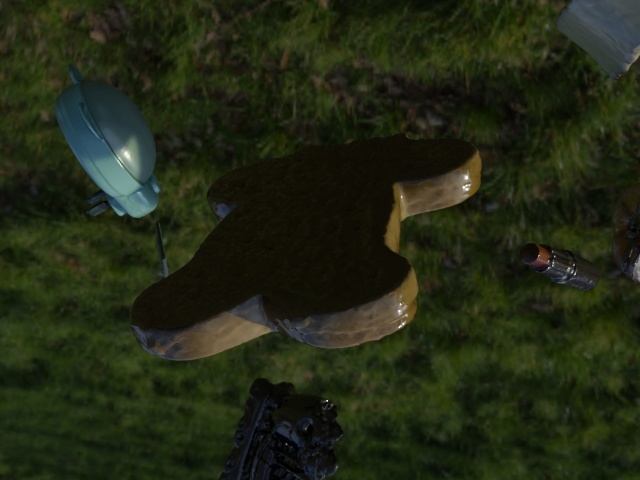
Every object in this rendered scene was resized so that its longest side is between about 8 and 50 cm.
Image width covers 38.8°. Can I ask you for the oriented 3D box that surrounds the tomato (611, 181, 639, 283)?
[{"bbox_3d":[0.648,-0.036,1.773,0.181,0.155,0.214,2,123,-22],"label":"tomato"}]

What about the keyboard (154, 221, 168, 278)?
[{"bbox_3d":[-0.325,0.022,1.862,0.014,0.176,0.055,-7,117,-12],"label":"keyboard"}]

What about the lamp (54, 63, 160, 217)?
[{"bbox_3d":[-0.360,-0.157,1.571,0.147,0.209,0.284,-14,135,-10],"label":"lamp"}]

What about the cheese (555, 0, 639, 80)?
[{"bbox_3d":[0.533,-0.423,1.476,0.153,0.332,0.292,43,101,3],"label":"cheese"}]

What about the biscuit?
[{"bbox_3d":[0.000,0.000,1.067,0.368,0.394,0.076,-7,121,20],"label":"biscuit"}]

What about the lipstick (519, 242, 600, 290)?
[{"bbox_3d":[0.545,0.056,2.075,0.081,0.081,0.300,-24,152,35],"label":"lipstick"}]

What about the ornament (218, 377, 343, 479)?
[{"bbox_3d":[-0.045,0.366,1.511,0.106,0.251,0.260,17,-178,-36],"label":"ornament"}]
